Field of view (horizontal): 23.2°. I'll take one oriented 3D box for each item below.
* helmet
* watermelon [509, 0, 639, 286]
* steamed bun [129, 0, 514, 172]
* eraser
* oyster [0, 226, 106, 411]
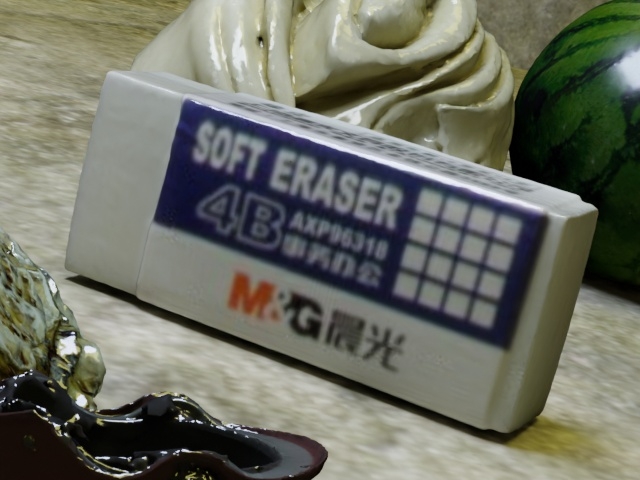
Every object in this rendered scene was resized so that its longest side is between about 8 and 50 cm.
[{"bbox_3d":[-0.065,0.089,0.521,0.123,0.070,0.098,15,4,-12],"label":"helmet"},{"bbox_3d":[0.269,-0.079,1.224,0.242,0.242,0.242,13,13,-3],"label":"watermelon"},{"bbox_3d":[0.007,-0.117,1.190,0.289,0.203,0.276,13,13,1],"label":"steamed bun"},{"bbox_3d":[0.000,0.000,0.857,0.279,0.124,0.081,19,13,21],"label":"eraser"},{"bbox_3d":[-0.155,0.025,0.650,0.177,0.064,0.125,49,1,42],"label":"oyster"}]
